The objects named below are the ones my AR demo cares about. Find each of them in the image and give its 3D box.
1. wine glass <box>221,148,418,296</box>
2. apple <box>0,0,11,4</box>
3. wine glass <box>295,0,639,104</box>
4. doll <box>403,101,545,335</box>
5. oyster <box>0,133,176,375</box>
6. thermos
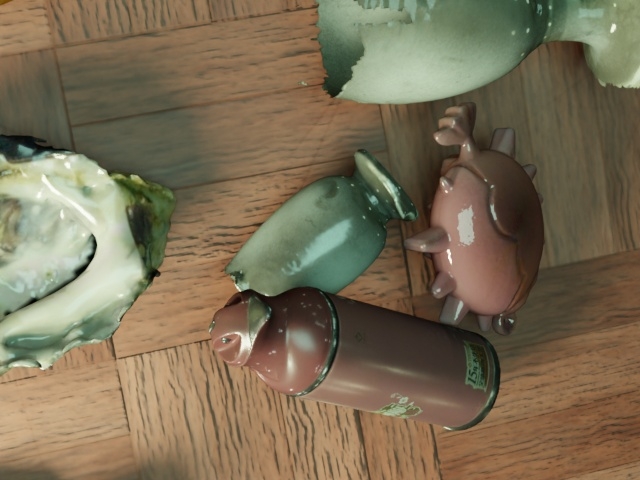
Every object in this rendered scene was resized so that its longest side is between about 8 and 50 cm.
[{"bbox_3d":[0.000,0.000,1.207,0.204,0.111,0.111,-39,101,-3],"label":"wine glass"},{"bbox_3d":[-0.328,-0.335,1.055,0.264,0.264,0.264,-1,95,-12],"label":"apple"},{"bbox_3d":[0.162,-0.233,1.185,0.357,0.190,0.190,0,95,-12],"label":"wine glass"},{"bbox_3d":[0.173,-0.018,1.221,0.211,0.093,0.262,-40,119,-36],"label":"doll"},{"bbox_3d":[-0.307,0.014,1.149,0.351,0.115,0.238,-19,90,-15],"label":"oyster"},{"bbox_3d":[0.024,0.111,1.172,0.330,0.136,0.109,17,93,-37],"label":"thermos"}]
